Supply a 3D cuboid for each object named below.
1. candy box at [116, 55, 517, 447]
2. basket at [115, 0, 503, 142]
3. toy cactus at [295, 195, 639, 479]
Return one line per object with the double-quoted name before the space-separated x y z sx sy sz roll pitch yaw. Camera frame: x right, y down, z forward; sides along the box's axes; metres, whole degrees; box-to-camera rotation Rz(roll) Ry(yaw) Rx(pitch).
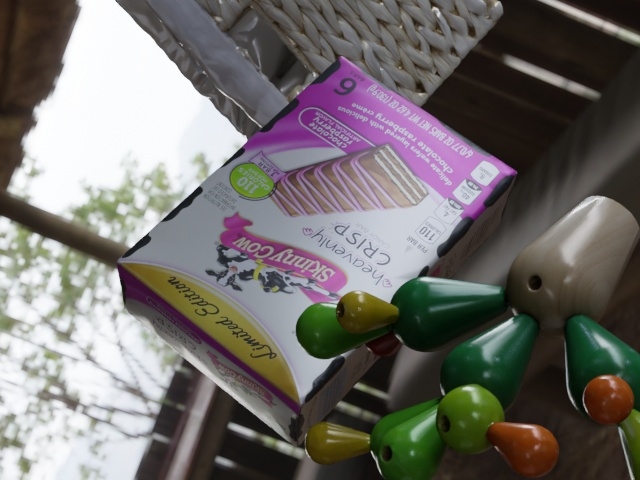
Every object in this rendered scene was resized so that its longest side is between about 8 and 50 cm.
"candy box" 0.000 0.000 0.859 0.233 0.159 0.071 -46 -19 -25
"basket" -0.045 -0.265 1.329 0.266 0.328 0.331 -46 25 -4
"toy cactus" 0.096 0.057 0.597 0.219 0.112 0.180 12 50 48
